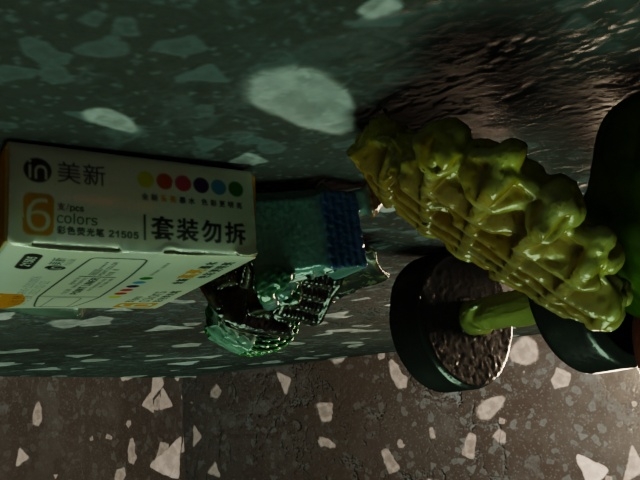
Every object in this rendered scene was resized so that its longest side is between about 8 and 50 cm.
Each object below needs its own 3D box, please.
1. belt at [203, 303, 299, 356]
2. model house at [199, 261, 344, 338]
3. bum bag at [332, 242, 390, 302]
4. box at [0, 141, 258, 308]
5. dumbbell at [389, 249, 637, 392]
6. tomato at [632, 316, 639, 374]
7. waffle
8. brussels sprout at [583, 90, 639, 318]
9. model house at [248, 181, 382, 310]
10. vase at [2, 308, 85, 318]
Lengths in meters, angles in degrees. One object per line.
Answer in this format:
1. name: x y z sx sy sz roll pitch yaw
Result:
1. belt: -0.107 0.121 1.231 0.151 0.121 0.079 6 166 -24
2. model house: -0.061 0.052 0.971 0.165 0.106 0.152 13 157 -40
3. bum bag: -0.005 0.051 1.077 0.102 0.069 0.248 46 143 -22
4. box: -0.212 0.002 0.738 0.221 0.091 0.274 4 164 -30
5. dumbbell: 0.266 0.089 1.046 0.204 0.203 0.322 5 163 -38
6. tomato: 0.476 0.087 0.826 0.273 0.341 0.341 -21 160 33
7. waffle: 0.111 -0.024 0.575 0.253 0.056 0.249 35 176 43
8. brussels sprout: 0.312 -0.019 0.620 0.219 0.210 0.271 1 -178 -6
9. model house: 0.000 0.000 0.787 0.149 0.119 0.148 -13 167 0
10. vase: -0.383 0.045 0.902 0.214 0.086 0.086 3 166 -13
